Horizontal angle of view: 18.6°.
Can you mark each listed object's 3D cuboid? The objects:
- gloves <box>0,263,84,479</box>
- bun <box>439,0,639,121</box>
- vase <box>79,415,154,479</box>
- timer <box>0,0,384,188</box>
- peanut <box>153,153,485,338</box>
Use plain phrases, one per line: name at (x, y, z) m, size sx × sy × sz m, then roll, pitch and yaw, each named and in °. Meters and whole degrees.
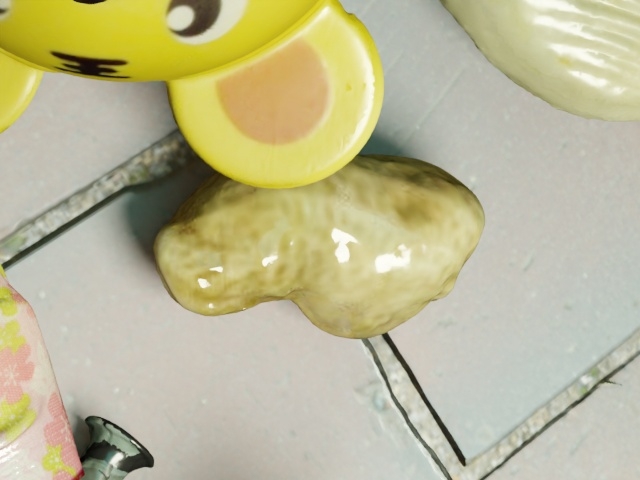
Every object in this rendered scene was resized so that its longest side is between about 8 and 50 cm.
gloves at (-0.246, 0.064, 1.268) m, size 0.145 × 0.126 × 0.241 m, roll -29°, pitch 94°, yaw -20°
bun at (0.216, -0.273, 1.499) m, size 0.326 × 0.234 × 0.362 m, roll -12°, pitch 102°, yaw -20°
vase at (-0.182, 0.197, 1.319) m, size 0.059 × 0.059 × 0.167 m, roll 43°, pitch 66°, yaw -13°
timer at (-0.128, -0.228, 1.276) m, size 0.376 × 0.376 × 0.387 m, roll 1°, pitch 107°, yaw -25°
peanut at (0.000, 0.000, 1.404) m, size 0.253 × 0.122 × 0.137 m, roll 6°, pitch 75°, yaw -23°
